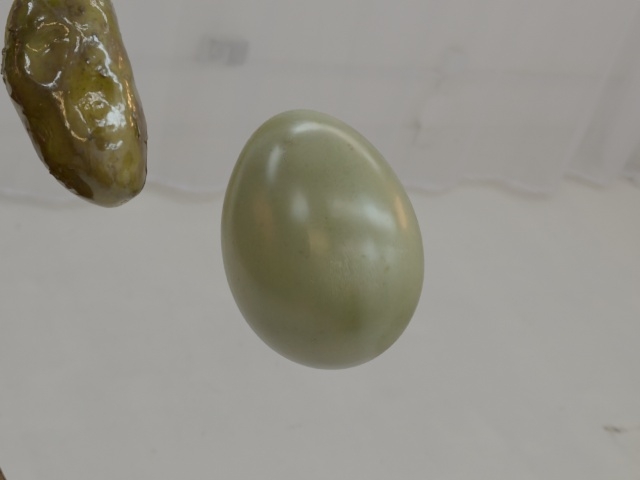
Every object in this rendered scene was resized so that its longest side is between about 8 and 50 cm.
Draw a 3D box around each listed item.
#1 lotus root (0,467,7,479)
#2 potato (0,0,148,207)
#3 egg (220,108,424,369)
[{"bbox_3d":[-0.187,0.116,0.437,0.180,0.199,0.188,26,32,14],"label":"lotus root"},{"bbox_3d":[-0.091,-0.056,0.428,0.046,0.092,0.045,-14,10,-2],"label":"potato"},{"bbox_3d":[0.000,0.000,1.099,0.188,0.254,0.188,-11,17,3],"label":"egg"}]
